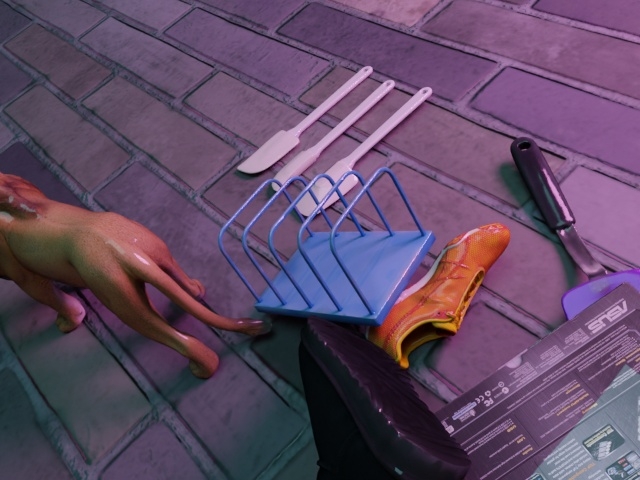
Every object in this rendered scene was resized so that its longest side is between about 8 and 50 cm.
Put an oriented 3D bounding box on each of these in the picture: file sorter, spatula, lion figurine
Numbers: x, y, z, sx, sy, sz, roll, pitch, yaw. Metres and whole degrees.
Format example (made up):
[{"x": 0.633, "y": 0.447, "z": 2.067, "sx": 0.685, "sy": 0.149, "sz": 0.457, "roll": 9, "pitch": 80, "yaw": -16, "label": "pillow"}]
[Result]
[{"x": 0.000, "y": 0.000, "z": 0.632, "sx": 0.170, "sy": 0.105, "sz": 0.118, "roll": 0, "pitch": 41, "yaw": 45, "label": "file sorter"}, {"x": 0.246, "y": 0.000, "z": 0.621, "sx": 0.084, "sy": 0.030, "sz": 0.297, "roll": -20, "pitch": 48, "yaw": 9, "label": "spatula"}, {"x": 0.025, "y": -0.139, "z": 0.838, "sx": 0.242, "sy": 0.019, "sz": 0.168, "roll": -42, "pitch": 44, "yaw": -15, "label": "spatula"}, {"x": -0.259, "y": 0.015, "z": 0.674, "sx": 0.391, "sy": 0.240, "sz": 0.142, "roll": 3, "pitch": 54, "yaw": 24, "label": "lion figurine"}]

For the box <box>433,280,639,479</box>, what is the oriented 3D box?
[{"x": 0.202, "y": 0.164, "z": 0.475, "sx": 0.231, "sy": 0.056, "sz": 0.183, "roll": -35, "pitch": 48, "yaw": 0, "label": "box"}]

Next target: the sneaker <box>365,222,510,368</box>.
[{"x": 0.123, "y": 0.054, "z": 0.613, "sx": 0.175, "sy": 0.064, "sz": 0.067, "roll": -45, "pitch": 53, "yaw": -2, "label": "sneaker"}]

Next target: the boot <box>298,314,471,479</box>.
[{"x": -0.003, "y": 0.190, "z": 0.500, "sx": 0.207, "sy": 0.094, "sz": 0.246, "roll": -60, "pitch": 22, "yaw": 7, "label": "boot"}]
